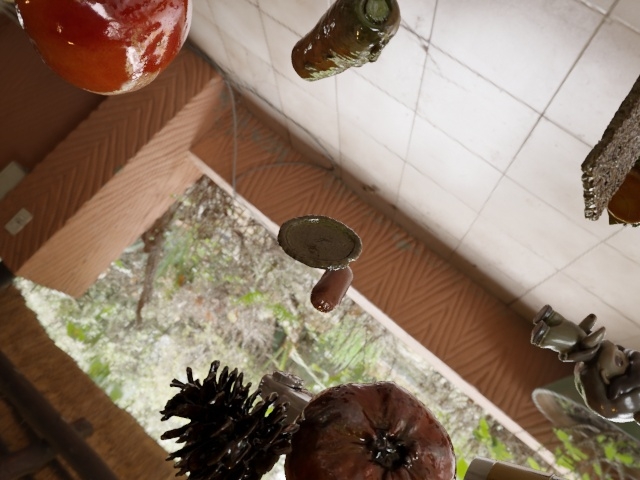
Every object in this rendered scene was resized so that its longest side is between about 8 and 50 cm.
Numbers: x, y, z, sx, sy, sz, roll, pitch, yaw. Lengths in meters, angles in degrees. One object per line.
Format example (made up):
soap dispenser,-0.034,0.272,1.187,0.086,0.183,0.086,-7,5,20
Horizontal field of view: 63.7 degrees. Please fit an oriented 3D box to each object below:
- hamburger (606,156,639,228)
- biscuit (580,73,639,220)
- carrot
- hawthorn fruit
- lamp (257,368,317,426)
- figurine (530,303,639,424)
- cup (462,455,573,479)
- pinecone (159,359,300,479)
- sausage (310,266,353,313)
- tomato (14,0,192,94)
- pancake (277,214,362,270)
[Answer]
hamburger,0.720,-0.114,1.170,0.164,0.093,0.190,22,135,62
biscuit,0.433,-0.145,0.728,0.025,0.231,0.131,26,162,40
carrot,0.047,-0.409,1.030,0.139,0.139,0.302,45,164,-24
hawthorn fruit,0.057,0.331,0.751,0.242,0.242,0.272,39,147,11
lamp,-0.029,0.349,1.012,0.246,0.108,0.179,27,171,31
figurine,0.738,0.334,1.377,0.380,0.203,0.248,39,-158,6
cup,0.392,0.553,0.994,0.226,0.241,0.185,10,-170,35
pinecone,-0.129,0.235,0.661,0.165,0.163,0.163,47,170,0
sausage,0.030,0.112,1.265,0.077,0.077,0.194,41,-149,-3
tomato,-0.298,-0.334,0.751,0.180,0.260,0.260,43,171,12
pancake,0.000,0.001,1.170,0.199,0.199,0.021,36,133,27
